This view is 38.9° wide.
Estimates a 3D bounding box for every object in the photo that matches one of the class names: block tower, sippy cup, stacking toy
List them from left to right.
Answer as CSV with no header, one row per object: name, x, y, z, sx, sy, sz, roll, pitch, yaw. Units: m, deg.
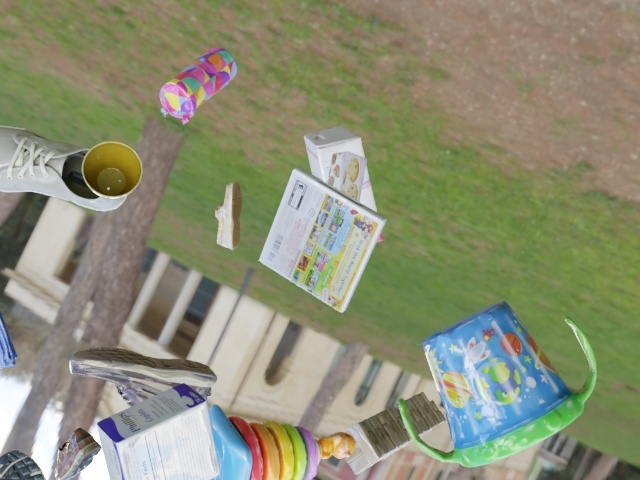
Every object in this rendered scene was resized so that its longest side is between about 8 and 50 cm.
stacking toy,-0.066,0.395,1.674,0.301,0.166,0.175,-2,-155,-32
block tower,0.162,0.439,2.084,0.335,0.097,0.091,-6,-122,-58
sippy cup,0.295,0.235,1.552,0.224,0.305,0.240,62,152,6

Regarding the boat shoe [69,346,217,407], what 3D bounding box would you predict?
boat shoe,-0.429,0.346,2.177,0.355,0.130,0.132,12,-176,-14

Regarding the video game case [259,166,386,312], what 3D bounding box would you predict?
video game case,0.000,0.000,1.771,0.206,0.227,0.026,31,-149,15

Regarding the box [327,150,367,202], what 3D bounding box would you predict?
box,0.042,-0.044,2.102,0.067,0.324,0.063,18,169,-36

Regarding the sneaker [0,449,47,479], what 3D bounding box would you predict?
sneaker,-0.489,0.501,1.588,0.283,0.110,0.122,54,170,18

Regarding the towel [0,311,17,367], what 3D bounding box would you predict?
towel,-0.748,0.154,1.705,0.335,0.243,0.040,-13,-169,16

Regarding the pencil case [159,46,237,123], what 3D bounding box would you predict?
pencil case,-0.294,-0.379,2.187,0.104,0.236,0.105,17,132,19

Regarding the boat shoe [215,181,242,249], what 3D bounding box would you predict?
boat shoe,-0.230,-0.062,2.212,0.059,0.170,0.063,10,-163,19

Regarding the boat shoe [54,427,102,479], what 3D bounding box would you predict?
boat shoe,-0.487,0.424,1.790,0.064,0.178,0.060,-25,-107,-45

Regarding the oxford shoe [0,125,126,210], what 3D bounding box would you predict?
oxford shoe,-0.685,-0.186,2.187,0.449,0.169,0.130,16,168,-4

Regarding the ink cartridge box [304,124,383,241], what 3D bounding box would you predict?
ink cartridge box,0.062,-0.148,2.533,0.131,0.306,0.226,-15,-162,-8

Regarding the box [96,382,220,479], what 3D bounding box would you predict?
box,-0.218,0.282,1.228,0.137,0.126,0.072,-22,-153,-30

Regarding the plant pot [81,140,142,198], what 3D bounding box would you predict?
plant pot,-0.481,-0.150,2.087,0.134,0.134,0.095,26,161,-7
